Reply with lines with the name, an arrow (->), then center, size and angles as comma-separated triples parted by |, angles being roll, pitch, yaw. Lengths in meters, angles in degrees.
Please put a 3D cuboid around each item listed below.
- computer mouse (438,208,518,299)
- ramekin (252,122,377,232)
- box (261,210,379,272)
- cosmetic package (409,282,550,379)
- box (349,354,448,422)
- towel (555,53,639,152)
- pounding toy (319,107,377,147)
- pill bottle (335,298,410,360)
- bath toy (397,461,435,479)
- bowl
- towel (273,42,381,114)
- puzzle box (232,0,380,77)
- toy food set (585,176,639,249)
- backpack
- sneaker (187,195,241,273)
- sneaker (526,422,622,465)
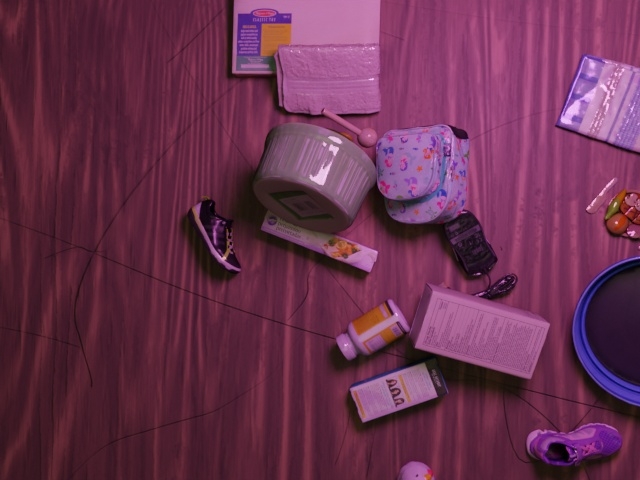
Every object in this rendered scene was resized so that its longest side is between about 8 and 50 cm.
computer mouse -> 0.380, 0.057, 1.705 | 0.184, 0.060, 0.262 | -35, 94, 6
ramekin -> -0.024, -0.145, 1.615 | 0.304, 0.303, 0.148 | 19, 68, 7
box -> 0.000, 0.000, 1.748 | 0.324, 0.067, 0.063 | 21, 92, 8
cosmetic package -> 0.401, 0.230, 1.641 | 0.310, 0.113, 0.160 | 17, 98, -2
box -> 0.210, 0.398, 1.722 | 0.244, 0.060, 0.100 | -21, 88, 7
towel -> 0.784, -0.350, 1.662 | 0.285, 0.034, 0.209 | 20, 95, 9
pounding toy -> 0.034, -0.268, 1.708 | 0.183, 0.237, 0.110 | 28, 51, -15
pill bottle -> 0.137, 0.243, 1.711 | 0.184, 0.103, 0.103 | -32, 86, 6
bath toy -> 0.347, 0.722, 1.671 | 0.348, 0.129, 0.151 | 44, 95, 6
bowl -> 0.833, 0.221, 1.587 | 0.392, 0.077, 0.390 | 3, 100, 21
towel -> 0.021, -0.431, 1.711 | 0.283, 0.049, 0.187 | 1, 123, 8
puzzle box -> -0.039, -0.587, 1.760 | 0.409, 0.052, 0.271 | 2, 91, 7
toy food set -> 0.803, -0.067, 1.655 | 0.192, 0.038, 0.132 | 37, 94, 6
backpack -> 0.259, -0.164, 1.643 | 0.225, 0.191, 0.253 | 3, 97, 41
sneaker -> -0.277, -0.019, 1.775 | 0.097, 0.084, 0.234 | -35, 86, 5
sneaker -> 0.657, 0.533, 1.642 | 0.237, 0.104, 0.095 | -8, 87, 6
